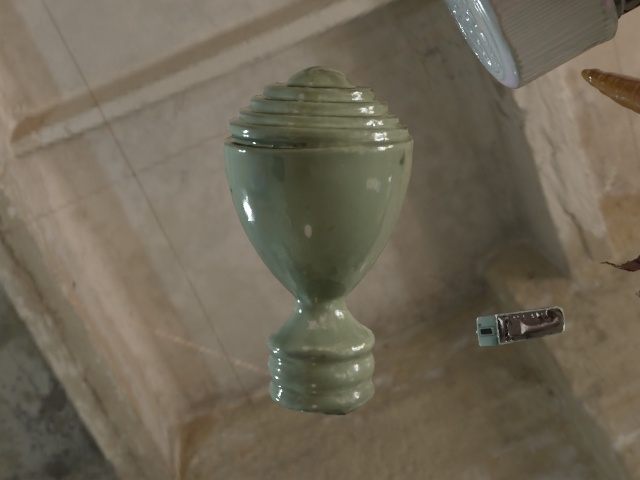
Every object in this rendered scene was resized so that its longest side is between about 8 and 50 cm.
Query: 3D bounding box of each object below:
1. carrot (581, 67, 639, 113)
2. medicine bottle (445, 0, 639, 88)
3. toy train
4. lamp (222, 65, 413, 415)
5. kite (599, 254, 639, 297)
[{"bbox_3d":[0.448,-0.184,1.575,0.069,0.336,0.069,-8,-69,-23],"label":"carrot"},{"bbox_3d":[0.305,-0.306,1.121,0.395,0.242,0.242,-30,-54,6],"label":"medicine bottle"},{"bbox_3d":[0.292,0.121,1.692,0.047,0.043,0.207,-9,-4,39],"label":"toy train"},{"bbox_3d":[0.000,0.000,0.661,0.106,0.106,0.193,-4,-80,-13],"label":"lamp"},{"bbox_3d":[0.297,-0.001,0.794,0.245,0.141,0.015,-20,-50,-30],"label":"kite"}]
